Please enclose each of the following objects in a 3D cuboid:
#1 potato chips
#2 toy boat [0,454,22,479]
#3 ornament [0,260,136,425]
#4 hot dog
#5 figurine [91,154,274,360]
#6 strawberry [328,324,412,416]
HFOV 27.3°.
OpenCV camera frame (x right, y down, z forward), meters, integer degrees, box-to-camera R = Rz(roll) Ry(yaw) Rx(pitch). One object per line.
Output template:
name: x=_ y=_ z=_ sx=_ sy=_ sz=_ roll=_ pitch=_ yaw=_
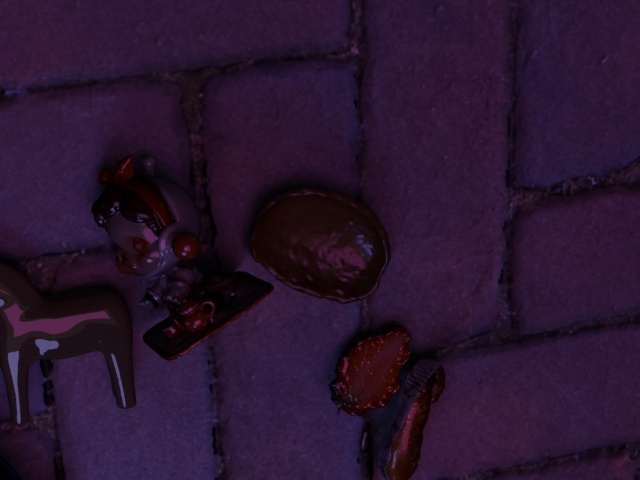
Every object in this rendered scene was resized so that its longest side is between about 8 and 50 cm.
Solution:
potato chips: x=0.000 y=0.000 z=1.734 sx=0.202 sy=0.049 sz=0.150 roll=18 pitch=109 yaw=-26
toy boat: x=-0.435 y=0.290 z=1.684 sx=0.299 sy=0.134 sz=0.092 roll=57 pitch=50 yaw=-25
ornament: x=-0.352 y=0.113 z=1.653 sx=0.230 sy=0.061 sz=0.245 roll=-9 pitch=115 yaw=-15
hot dog: x=0.130 y=0.255 z=1.857 sx=0.059 sy=0.108 sz=0.191 roll=20 pitch=106 yaw=16
figurine: x=-0.195 y=0.000 z=1.613 sx=0.160 sy=0.183 sz=0.226 roll=-34 pitch=105 yaw=-14
strawberry: x=0.068 y=0.179 z=1.832 sx=0.152 sy=0.048 sz=0.104 roll=-46 pitch=112 yaw=-15
